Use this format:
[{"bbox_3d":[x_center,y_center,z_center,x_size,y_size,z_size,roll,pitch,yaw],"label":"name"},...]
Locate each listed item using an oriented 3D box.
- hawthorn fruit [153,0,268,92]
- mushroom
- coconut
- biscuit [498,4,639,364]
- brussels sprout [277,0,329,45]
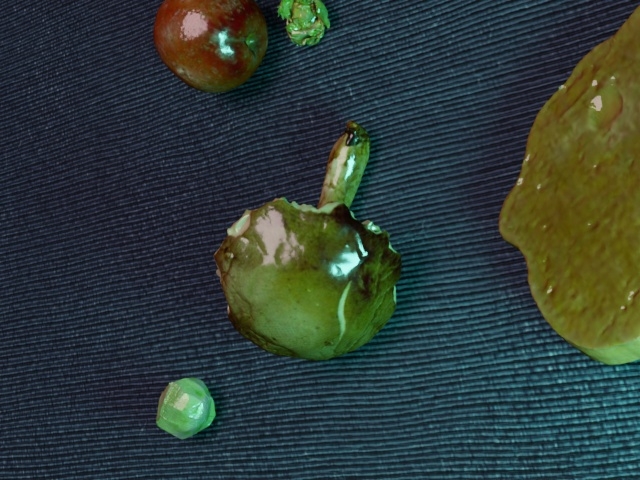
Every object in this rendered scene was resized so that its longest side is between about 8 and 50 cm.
[{"bbox_3d":[-0.158,-0.299,2.370,0.173,0.173,0.172,-22,59,42],"label":"hawthorn fruit"},{"bbox_3d":[0.023,0.018,2.079,0.208,0.302,0.233,29,130,25],"label":"mushroom"},{"bbox_3d":[-0.185,0.231,2.250,0.083,0.081,0.082,-64,1,-22],"label":"coconut"},{"bbox_3d":[0.361,-0.066,1.769,0.385,0.062,0.365,-53,41,19],"label":"biscuit"},{"bbox_3d":[-0.022,-0.316,2.311,0.085,0.058,0.085,5,102,25],"label":"brussels sprout"}]
